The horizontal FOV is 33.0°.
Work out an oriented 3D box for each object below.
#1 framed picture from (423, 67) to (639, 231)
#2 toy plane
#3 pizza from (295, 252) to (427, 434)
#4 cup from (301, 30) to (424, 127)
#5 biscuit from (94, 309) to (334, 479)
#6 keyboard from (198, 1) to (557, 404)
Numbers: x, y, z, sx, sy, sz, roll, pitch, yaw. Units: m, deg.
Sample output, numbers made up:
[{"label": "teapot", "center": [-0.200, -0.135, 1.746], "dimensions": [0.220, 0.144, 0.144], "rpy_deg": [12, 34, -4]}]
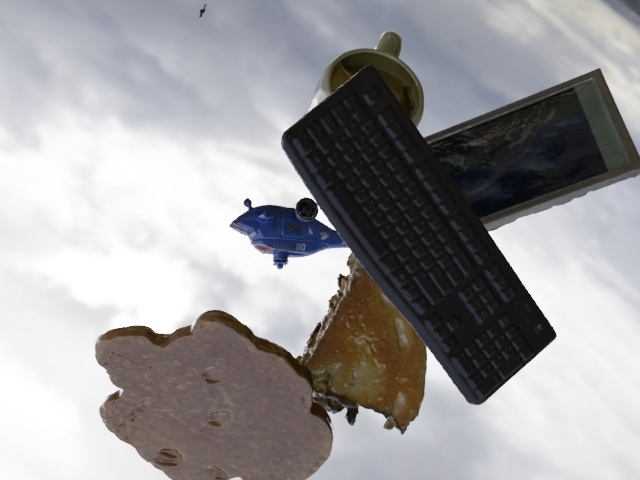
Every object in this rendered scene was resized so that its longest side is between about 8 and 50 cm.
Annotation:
[{"label": "framed picture", "center": [0.233, -0.097, 1.312], "dimensions": [0.209, 0.281, 0.019], "rpy_deg": [-97, -20, -49]}, {"label": "toy plane", "center": [0.000, 0.000, 0.968], "dimensions": [0.167, 0.062, 0.054], "rpy_deg": [8, 165, -12]}, {"label": "pizza", "center": [0.047, 0.160, 1.567], "dimensions": [0.081, 0.229, 0.289], "rpy_deg": [13, 124, 59]}, {"label": "cup", "center": [0.052, -0.212, 1.724], "dimensions": [0.173, 0.202, 0.255], "rpy_deg": [2, -121, -17]}, {"label": "biscuit", "center": [-0.149, 0.224, 1.483], "dimensions": [0.376, 0.269, 0.051], "rpy_deg": [37, -158, -24]}, {"label": "keyboard", "center": [0.049, -0.040, 0.823], "dimensions": [0.381, 0.103, 0.041], "rpy_deg": [52, 170, -11]}]
